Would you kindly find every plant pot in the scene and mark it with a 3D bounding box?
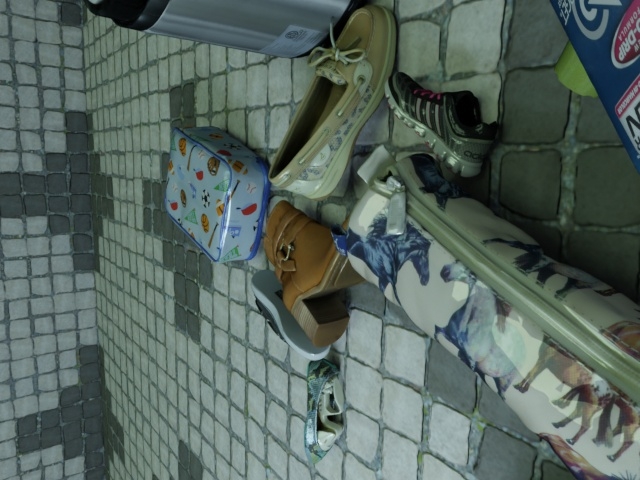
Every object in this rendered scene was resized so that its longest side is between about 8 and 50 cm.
[{"bbox_3d":[0.252,-0.173,0.438,0.083,0.083,0.079,62,150,26],"label":"plant pot"}]

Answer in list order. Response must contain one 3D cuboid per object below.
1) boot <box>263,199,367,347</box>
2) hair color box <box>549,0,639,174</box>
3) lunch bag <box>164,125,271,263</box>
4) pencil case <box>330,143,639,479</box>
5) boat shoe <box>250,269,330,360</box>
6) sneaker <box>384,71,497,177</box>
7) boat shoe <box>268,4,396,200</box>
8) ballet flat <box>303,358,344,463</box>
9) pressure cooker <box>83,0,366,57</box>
[{"bbox_3d":[0.000,0.000,0.779,0.220,0.109,0.283,56,142,38],"label":"boot"},{"bbox_3d":[0.245,-0.238,0.339,0.174,0.105,0.347,-19,74,7],"label":"hair color box"},{"bbox_3d":[-0.228,-0.098,1.043,0.303,0.115,0.243,38,126,43],"label":"lunch bag"},{"bbox_3d":[0.183,0.067,0.462,0.160,0.183,0.410,-50,49,5],"label":"pencil case"},{"bbox_3d":[-0.058,0.143,0.883,0.228,0.080,0.076,39,142,39],"label":"boat shoe"},{"bbox_3d":[0.145,-0.156,0.586,0.170,0.063,0.075,55,135,26],"label":"sneaker"},{"bbox_3d":[0.017,-0.195,0.693,0.104,0.089,0.285,32,104,51],"label":"boat shoe"},{"bbox_3d":[0.008,0.291,0.824,0.070,0.070,0.188,12,107,52],"label":"ballet flat"},{"bbox_3d":[-0.158,-0.453,0.650,0.375,0.420,0.370,57,136,32],"label":"pressure cooker"}]
